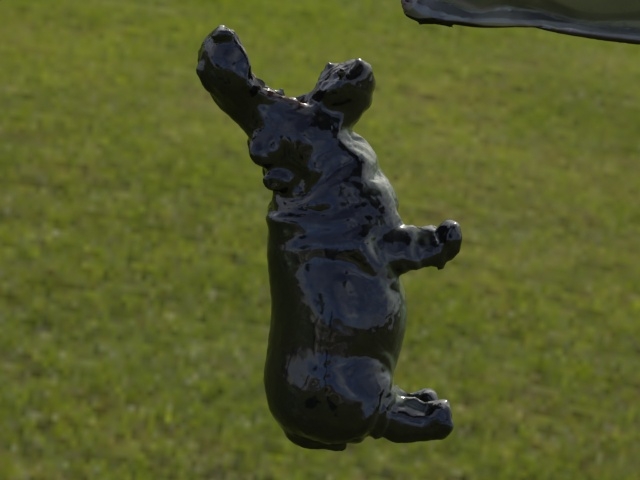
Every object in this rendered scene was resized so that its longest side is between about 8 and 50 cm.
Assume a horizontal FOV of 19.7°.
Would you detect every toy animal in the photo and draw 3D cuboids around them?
[{"bbox_3d":[0.015,-0.009,1.415,0.168,0.343,0.106,-13,2,-8],"label":"toy animal"}]

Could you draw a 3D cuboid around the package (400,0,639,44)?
[{"bbox_3d":[0.215,-0.258,1.219,0.311,0.221,0.165,9,-19,6],"label":"package"}]
